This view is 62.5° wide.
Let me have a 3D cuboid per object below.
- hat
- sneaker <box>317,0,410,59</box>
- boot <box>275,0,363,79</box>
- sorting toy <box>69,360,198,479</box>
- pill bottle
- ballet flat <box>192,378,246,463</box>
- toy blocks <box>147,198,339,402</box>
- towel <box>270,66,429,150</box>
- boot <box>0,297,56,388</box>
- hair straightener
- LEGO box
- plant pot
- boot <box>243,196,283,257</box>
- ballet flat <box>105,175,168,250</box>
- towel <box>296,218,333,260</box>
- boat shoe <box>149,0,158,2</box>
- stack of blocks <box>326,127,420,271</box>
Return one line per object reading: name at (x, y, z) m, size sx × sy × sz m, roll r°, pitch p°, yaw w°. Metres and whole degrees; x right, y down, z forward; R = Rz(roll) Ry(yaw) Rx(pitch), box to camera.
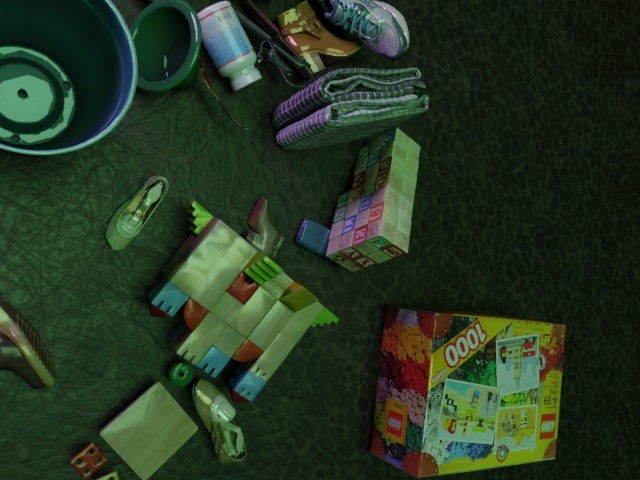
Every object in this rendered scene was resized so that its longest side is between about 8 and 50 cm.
hat at (-0.261, -0.337, 1.047) m, size 0.183 × 0.173 × 0.208 m, roll 17°, pitch 72°, yaw -67°
sneaker at (0.073, -0.496, 1.172) m, size 0.283 × 0.110 × 0.122 m, roll 46°, pitch 49°, yaw 10°
boot at (0.002, -0.471, 1.199) m, size 0.197 × 0.073 × 0.152 m, roll -36°, pitch 103°, yaw -32°
sorting toy at (-0.334, 0.363, 1.003) m, size 0.274 × 0.046 × 0.132 m, roll -42°, pitch 111°, yaw -26°
pill bottle at (-0.185, -0.390, 1.069) m, size 0.087 × 0.087 × 0.160 m, roll -35°, pitch 108°, yaw -27°
ballet flat at (-0.194, 0.363, 1.058) m, size 0.073 × 0.067 × 0.206 m, roll -54°, pitch 135°, yaw -53°
toy blocks at (-0.185, 0.142, 1.039) m, size 0.381 × 0.191 × 0.261 m, roll 43°, pitch 80°, yaw -25°
towel at (0.062, -0.291, 1.141) m, size 0.284 × 0.235 × 0.121 m, roll -17°, pitch 94°, yaw -31°
boot at (-0.580, 0.189, 0.844) m, size 0.207 × 0.090 × 0.248 m, roll -36°, pitch 110°, yaw -14°
hair straightener at (-0.104, -0.400, 1.127) m, size 0.230 × 0.047 × 0.089 m, roll 45°, pitch 69°, yaw -16°
LEGO box at (0.394, 0.376, 1.375) m, size 0.500 × 0.193 × 0.372 m, roll 9°, pitch 85°, yaw -32°
plant pot at (-0.447, -0.249, 0.806) m, size 0.272 × 0.255 × 0.271 m, roll 0°, pitch 90°, yaw -31°
boot at (-0.116, -0.023, 1.146) m, size 0.087 × 0.042 × 0.118 m, roll 32°, pitch 75°, yaw -35°
ballet flat at (-0.344, -0.056, 0.991) m, size 0.057 × 0.052 × 0.168 m, roll 38°, pitch 71°, yaw -27°
towel at (0.000, 0.000, 1.222) m, size 0.119 × 0.029 × 0.067 m, roll 28°, pitch 75°, yaw -30°
boat shoe at (-0.286, -0.588, 0.995) m, size 0.089 × 0.105 × 0.285 m, roll 13°, pitch 84°, yaw -34°
stack of blocks at (0.125, -0.093, 1.214) m, size 0.087 × 0.171 × 0.297 m, roll 31°, pitch 56°, yaw -29°
